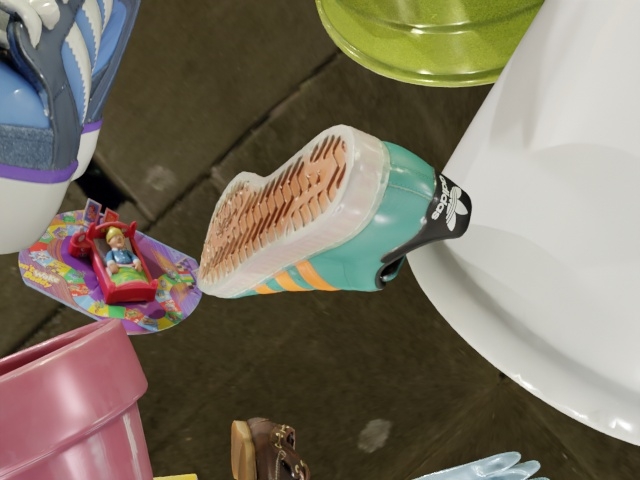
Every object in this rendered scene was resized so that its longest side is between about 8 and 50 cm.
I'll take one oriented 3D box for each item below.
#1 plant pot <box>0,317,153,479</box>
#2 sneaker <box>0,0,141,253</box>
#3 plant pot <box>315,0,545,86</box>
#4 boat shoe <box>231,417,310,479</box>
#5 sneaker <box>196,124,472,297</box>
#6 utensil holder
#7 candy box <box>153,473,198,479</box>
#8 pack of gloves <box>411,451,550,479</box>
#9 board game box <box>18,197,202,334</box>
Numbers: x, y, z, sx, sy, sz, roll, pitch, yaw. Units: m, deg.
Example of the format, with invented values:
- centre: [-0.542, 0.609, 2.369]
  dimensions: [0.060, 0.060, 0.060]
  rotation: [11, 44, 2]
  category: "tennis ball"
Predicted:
- centre: [-0.189, 0.170, 0.775]
  dimensions: [0.201, 0.201, 0.180]
  rotation: [-22, 95, 5]
  category: "plant pot"
- centre: [-0.139, -0.135, 0.498]
  dimensions: [0.130, 0.323, 0.236]
  rotation: [13, 100, -2]
  category: "sneaker"
- centre: [0.123, -0.399, 1.139]
  dimensions: [0.366, 0.353, 0.366]
  rotation: [-9, 56, 13]
  category: "plant pot"
- centre: [-0.046, 0.219, 1.137]
  dimensions: [0.073, 0.207, 0.073]
  rotation: [4, 104, -7]
  category: "boat shoe"
- centre: [0.000, 0.000, 0.930]
  dimensions: [0.121, 0.302, 0.108]
  rotation: [20, 72, -23]
  category: "sneaker"
- centre: [0.296, -0.086, 0.924]
  dimensions: [0.327, 0.327, 0.385]
  rotation: [34, 116, 11]
  category: "utensil holder"
- centre: [-0.265, 0.457, 1.452]
  dimensions: [0.268, 0.122, 0.317]
  rotation: [-5, 48, -6]
  category: "candy box"
- centre: [0.152, 0.322, 1.284]
  dimensions: [0.232, 0.046, 0.195]
  rotation: [-17, 108, 12]
  category: "pack of gloves"
- centre: [-0.186, 0.016, 1.079]
  dimensions: [0.169, 0.133, 0.033]
  rotation: [26, 126, 7]
  category: "board game box"
